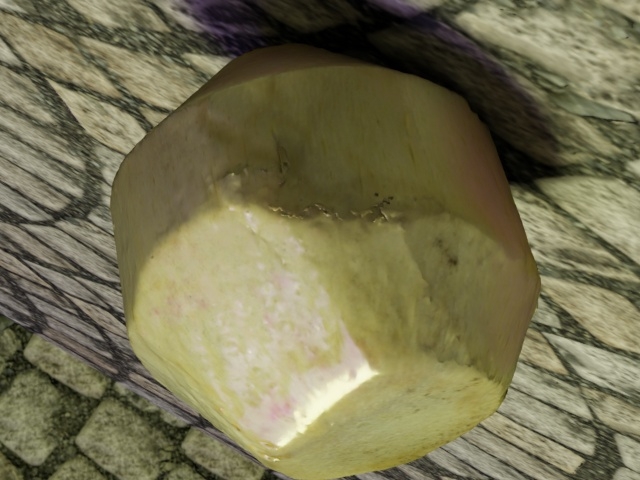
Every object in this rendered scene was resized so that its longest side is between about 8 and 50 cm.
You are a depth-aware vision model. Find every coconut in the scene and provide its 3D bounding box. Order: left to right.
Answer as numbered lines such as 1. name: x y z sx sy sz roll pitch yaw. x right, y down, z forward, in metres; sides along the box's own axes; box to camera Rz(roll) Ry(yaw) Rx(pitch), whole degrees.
1. coconut: 0.000 0.000 1.090 0.259 0.259 0.259 27 166 7
